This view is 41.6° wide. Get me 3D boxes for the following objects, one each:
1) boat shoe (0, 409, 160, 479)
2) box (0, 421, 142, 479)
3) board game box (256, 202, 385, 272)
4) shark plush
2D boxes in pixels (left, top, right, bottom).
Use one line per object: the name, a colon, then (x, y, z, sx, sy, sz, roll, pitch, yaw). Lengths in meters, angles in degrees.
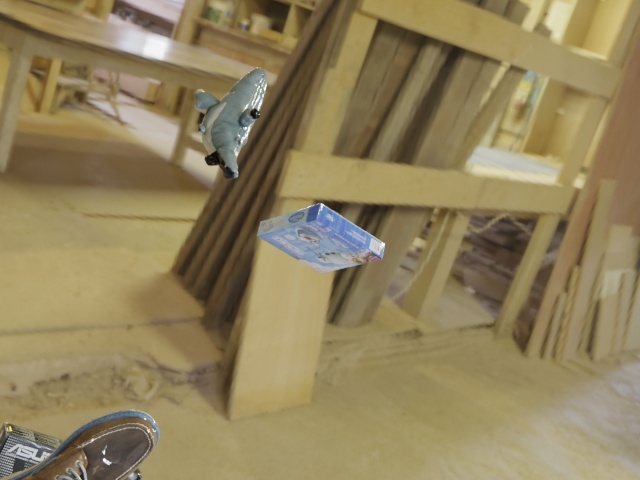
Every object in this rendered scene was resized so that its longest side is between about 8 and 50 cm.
boat shoe: (-0.225, 0.221, 0.755, 0.066, 0.183, 0.066, 59, -5, -17)
box: (-0.356, 0.348, 1.081, 0.191, 0.184, 0.045, 28, 1, -27)
board game box: (0.000, 0.000, 0.824, 0.090, 0.020, 0.090, 31, -29, -34)
shark plush: (-0.085, -0.114, 0.798, 0.073, 0.067, 0.161, 52, 22, -18)
